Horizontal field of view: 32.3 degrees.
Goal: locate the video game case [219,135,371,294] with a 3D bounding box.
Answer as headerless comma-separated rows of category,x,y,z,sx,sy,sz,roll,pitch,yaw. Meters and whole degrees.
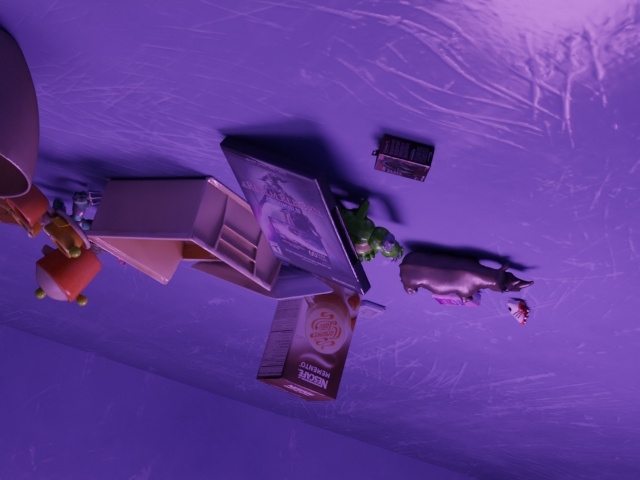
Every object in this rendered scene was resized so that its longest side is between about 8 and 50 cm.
video game case,-0.036,-0.036,1.719,0.196,0.026,0.274,22,152,35

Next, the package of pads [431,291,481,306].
package of pads,0.256,0.103,2.085,0.083,0.032,0.050,2,155,35

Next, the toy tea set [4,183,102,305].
toy tea set,-0.535,-0.017,1.988,0.336,0.124,0.200,37,160,29

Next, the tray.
tray,-0.114,0.062,2.122,0.145,0.030,0.270,-5,-165,-42

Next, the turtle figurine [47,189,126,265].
turtle figurine,-0.443,-0.031,2.131,0.234,0.118,0.175,13,163,24

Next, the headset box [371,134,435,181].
headset box,0.114,-0.116,1.556,0.083,0.032,0.062,14,162,-1

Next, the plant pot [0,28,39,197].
plant pot,-0.512,-0.205,1.538,0.284,0.191,0.284,14,162,4

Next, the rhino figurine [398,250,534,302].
rhino figurine,0.249,0.065,1.917,0.243,0.073,0.106,6,162,23

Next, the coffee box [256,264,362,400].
coffee box,-0.017,0.180,2.184,0.141,0.246,0.098,26,159,-30

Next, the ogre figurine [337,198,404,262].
ogre figurine,0.048,-0.023,1.794,0.197,0.097,0.118,46,174,0

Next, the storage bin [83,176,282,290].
storage bin,-0.239,-0.008,2.008,0.262,0.123,0.260,1,157,35

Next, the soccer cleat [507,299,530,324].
soccer cleat,0.375,0.135,2.095,0.036,0.029,0.083,16,161,26

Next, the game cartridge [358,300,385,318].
game cartridge,0.100,0.147,2.366,0.056,0.017,0.083,16,162,-15

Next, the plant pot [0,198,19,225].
plant pot,-0.675,-0.081,2.284,0.236,0.032,0.236,14,162,4
